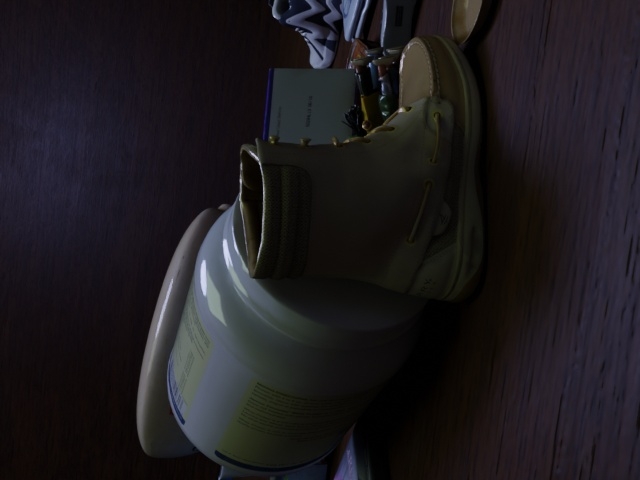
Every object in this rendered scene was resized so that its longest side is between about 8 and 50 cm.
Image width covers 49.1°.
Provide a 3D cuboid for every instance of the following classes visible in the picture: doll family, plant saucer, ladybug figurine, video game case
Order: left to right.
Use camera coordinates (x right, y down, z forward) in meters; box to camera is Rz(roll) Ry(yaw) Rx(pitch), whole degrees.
[{"bbox_3d":[-0.188,0.161,1.213,0.305,0.161,0.450,19,-97,-86],"label":"ladybug figurine"},{"bbox_3d":[0.040,0.361,0.854,0.196,0.026,0.274,-95,13,-48],"label":"video game case"},{"bbox_3d":[0.071,-0.154,0.787,0.193,0.075,0.112,-52,-47,-62],"label":"doll family"},{"bbox_3d":[0.141,-0.221,0.641,0.083,0.015,0.084,-174,90,-81],"label":"plant saucer"}]

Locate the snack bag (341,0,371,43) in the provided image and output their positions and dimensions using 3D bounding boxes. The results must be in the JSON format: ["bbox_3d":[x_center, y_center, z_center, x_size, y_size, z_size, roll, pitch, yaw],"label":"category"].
[{"bbox_3d":[0.079,-0.547,1.164,0.343,0.037,0.323,-94,14,-44],"label":"snack bag"}]

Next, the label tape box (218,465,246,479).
[{"bbox_3d":[-0.070,0.240,1.145,0.249,0.115,0.348,-66,-14,-69],"label":"label tape box"}]

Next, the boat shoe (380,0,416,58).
[{"bbox_3d":[0.096,-0.296,0.863,0.040,0.049,0.142,-99,15,-59],"label":"boat shoe"}]

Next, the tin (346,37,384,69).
[{"bbox_3d":[0.067,-0.240,1.044,0.190,0.040,0.106,-104,26,-65],"label":"tin"}]

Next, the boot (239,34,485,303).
[{"bbox_3d":[0.032,-0.080,0.614,0.095,0.203,0.262,128,145,-66],"label":"boot"}]

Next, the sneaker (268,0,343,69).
[{"bbox_3d":[-0.034,-0.446,1.419,0.235,0.152,0.094,118,158,-65],"label":"sneaker"}]

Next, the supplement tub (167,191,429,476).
[{"bbox_3d":[-0.030,0.091,0.753,0.325,0.235,0.236,117,158,-49],"label":"supplement tub"}]

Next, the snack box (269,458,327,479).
[{"bbox_3d":[-0.044,0.422,1.178,0.207,0.070,0.175,-161,77,-79],"label":"snack box"}]

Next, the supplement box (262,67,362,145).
[{"bbox_3d":[0.005,-0.131,0.923,0.220,0.113,0.111,50,-137,-77],"label":"supplement box"}]
